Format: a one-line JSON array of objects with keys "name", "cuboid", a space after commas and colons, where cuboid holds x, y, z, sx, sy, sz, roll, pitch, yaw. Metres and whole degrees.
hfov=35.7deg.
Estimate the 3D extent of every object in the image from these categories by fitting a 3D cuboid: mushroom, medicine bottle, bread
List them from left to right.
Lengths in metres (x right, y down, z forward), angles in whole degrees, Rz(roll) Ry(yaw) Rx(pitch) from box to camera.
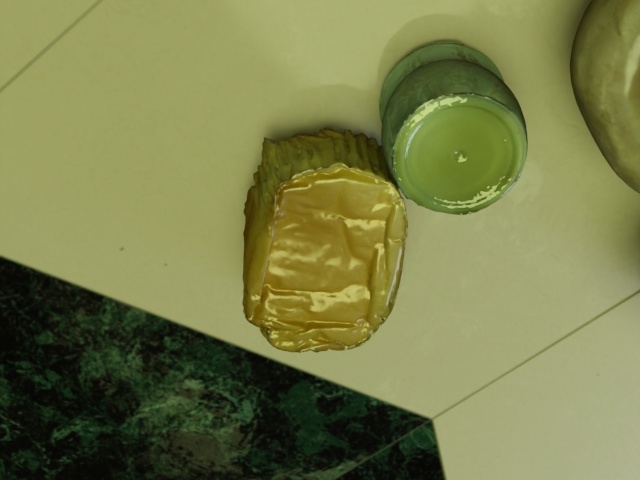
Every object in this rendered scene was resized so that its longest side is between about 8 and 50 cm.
[{"name": "bread", "cuboid": [0.000, 0.000, 1.111, 0.179, 0.133, 0.250, 5, 119, -2]}, {"name": "medicine bottle", "cuboid": [0.136, -0.119, 1.038, 0.147, 0.143, 0.147, 0, 121, 0]}, {"name": "mushroom", "cuboid": [0.392, -0.151, 0.930, 0.297, 0.290, 0.297, 0, 118, 1]}]
